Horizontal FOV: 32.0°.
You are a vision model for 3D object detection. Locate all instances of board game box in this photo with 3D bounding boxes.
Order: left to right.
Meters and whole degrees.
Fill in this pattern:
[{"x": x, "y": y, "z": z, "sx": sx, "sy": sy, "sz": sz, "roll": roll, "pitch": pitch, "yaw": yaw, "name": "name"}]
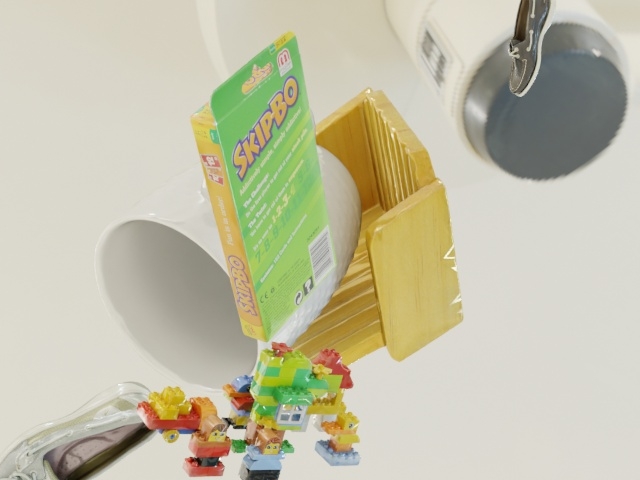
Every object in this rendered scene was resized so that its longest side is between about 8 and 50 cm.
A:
[{"x": -0.045, "y": -0.046, "z": 0.979, "sx": 0.039, "sy": 0.124, "sz": 0.259, "roll": 17, "pitch": -45, "yaw": 28, "name": "board game box"}]

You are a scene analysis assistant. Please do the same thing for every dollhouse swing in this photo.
[{"x": 0.000, "y": 0.000, "z": 1.618, "sx": 0.305, "sy": 0.347, "sz": 0.315, "roll": -16, "pitch": -57, "yaw": -6, "name": "dollhouse swing"}]

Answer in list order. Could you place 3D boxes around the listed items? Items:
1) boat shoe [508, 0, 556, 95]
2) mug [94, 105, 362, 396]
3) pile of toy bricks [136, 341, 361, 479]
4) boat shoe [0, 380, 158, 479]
[{"x": 0.242, "y": -0.234, "z": 1.323, "sx": 0.038, "sy": 0.046, "sz": 0.125, "roll": 9, "pitch": -73, "yaw": -24, "name": "boat shoe"}, {"x": -0.091, "y": -0.028, "z": 1.500, "sx": 0.276, "sy": 0.328, "sz": 0.374, "roll": 28, "pitch": -46, "yaw": 19, "name": "mug"}, {"x": -0.040, "y": 0.137, "z": 0.978, "sx": 0.212, "sy": 0.118, "sz": 0.105, "roll": 6, "pitch": -73, "yaw": -34, "name": "pile of toy bricks"}, {"x": -0.400, "y": 0.349, "z": 1.795, "sx": 0.320, "sy": 0.103, "sz": 0.118, "roll": -31, "pitch": -59, "yaw": -10, "name": "boat shoe"}]
